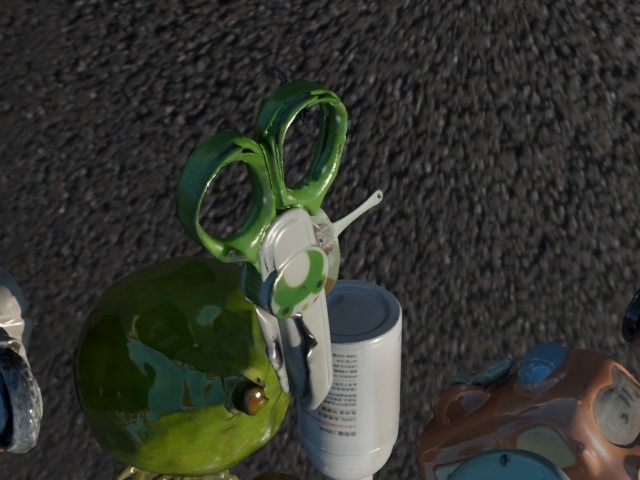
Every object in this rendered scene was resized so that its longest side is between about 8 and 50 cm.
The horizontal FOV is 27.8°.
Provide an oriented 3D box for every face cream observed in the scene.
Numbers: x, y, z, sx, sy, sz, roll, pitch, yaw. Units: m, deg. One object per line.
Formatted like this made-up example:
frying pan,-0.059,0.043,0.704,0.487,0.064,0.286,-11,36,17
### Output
face cream,0.039,0.241,1.798,0.145,0.145,0.370,3,126,6

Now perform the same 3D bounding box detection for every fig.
fig,-0.095,0.122,1.235,0.314,0.233,0.233,-10,106,44

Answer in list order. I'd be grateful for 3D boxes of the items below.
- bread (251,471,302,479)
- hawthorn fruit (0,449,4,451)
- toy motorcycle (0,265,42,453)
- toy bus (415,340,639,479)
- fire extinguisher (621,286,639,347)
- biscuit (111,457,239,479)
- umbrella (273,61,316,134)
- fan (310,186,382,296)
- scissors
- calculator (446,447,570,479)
bread,-0.044,0.323,1.582,0.110,0.110,0.024,20,115,2
hawthorn fruit,-0.505,0.222,1.873,0.189,0.189,0.189,2,105,7
toy motorcycle,-0.359,0.099,1.270,0.108,0.340,0.223,-11,89,-33
toy bus,0.237,0.225,1.364,0.287,0.194,0.232,-26,97,37
fire extinguisher,0.539,0.173,1.606,0.344,0.102,0.138,28,91,-5
biscuit,-0.222,0.414,2.037,0.273,0.187,0.036,37,152,-24
umbrella,-0.036,-0.194,1.796,0.022,0.022,0.149,5,151,31
fan,0.000,0.000,1.615,0.226,0.008,0.152,-36,118,-27
scissors,-0.017,0.015,0.666,0.027,0.101,0.204,33,149,35
calculator,0.175,0.346,1.223,0.184,0.042,0.295,-4,79,33
